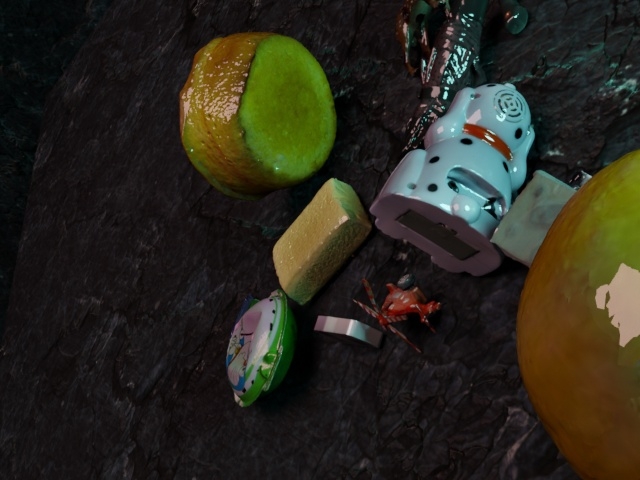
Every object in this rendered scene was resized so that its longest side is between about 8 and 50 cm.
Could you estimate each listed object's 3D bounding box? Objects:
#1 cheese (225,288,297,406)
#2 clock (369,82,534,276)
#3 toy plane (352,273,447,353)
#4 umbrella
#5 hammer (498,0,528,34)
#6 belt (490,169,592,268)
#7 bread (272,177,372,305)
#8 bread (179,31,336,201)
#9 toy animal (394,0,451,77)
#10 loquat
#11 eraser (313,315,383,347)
[{"bbox_3d":[-0.111,0.169,1.603,0.204,0.083,0.320,-68,19,5],"label":"cheese"},{"bbox_3d":[0.197,-0.103,1.262,0.189,0.189,0.254,-13,44,54],"label":"clock"},{"bbox_3d":[0.116,0.082,1.276,0.077,0.126,0.194,-40,-13,-12],"label":"toy plane"},{"bbox_3d":[0.185,-0.231,1.428,0.094,0.090,0.326,3,74,58],"label":"umbrella"},{"bbox_3d":[0.276,-0.421,1.490,0.111,0.033,0.287,-43,36,31],"label":"hammer"},{"bbox_3d":[0.298,0.002,1.028,0.126,0.139,0.230,-61,28,8],"label":"belt"},{"bbox_3d":[-0.001,0.001,1.574,0.188,0.068,0.125,-50,33,24],"label":"bread"},{"bbox_3d":[-0.105,-0.221,1.698,0.172,0.312,0.312,-1,67,45],"label":"bread"},{"bbox_3d":[0.169,-0.424,1.570,0.243,0.087,0.260,-57,34,39],"label":"toy animal"},{"bbox_3d":[0.322,0.083,0.790,0.359,0.328,0.328,80,-163,-61],"label":"loquat"},{"bbox_3d":[0.041,0.136,1.409,0.105,0.065,0.026,1,70,56],"label":"eraser"}]
